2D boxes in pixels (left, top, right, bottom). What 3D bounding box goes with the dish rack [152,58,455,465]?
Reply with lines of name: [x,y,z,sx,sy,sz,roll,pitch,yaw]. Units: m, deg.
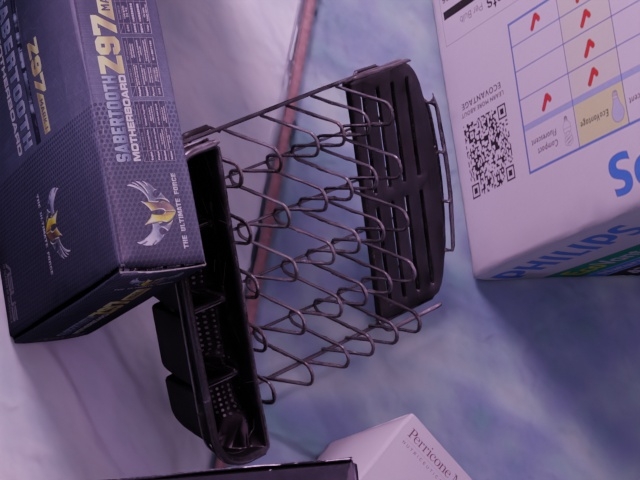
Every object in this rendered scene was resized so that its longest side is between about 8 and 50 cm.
dish rack: [0.000,0.000,1.093,0.271,0.074,0.208,-24,116,-37]

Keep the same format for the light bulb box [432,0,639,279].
light bulb box: [0.266,-0.184,1.191,0.225,0.358,0.361,0,76,-30]

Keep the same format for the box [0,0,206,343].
box: [-0.149,-0.070,0.998,0.059,0.183,0.232,-5,78,-32]

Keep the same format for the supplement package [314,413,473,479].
supplement package: [0.016,0.213,1.057,0.105,0.105,0.179,48,56,-8]

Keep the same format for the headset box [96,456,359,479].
headset box: [-0.089,0.251,0.884,0.283,0.131,0.246,-6,75,0]
